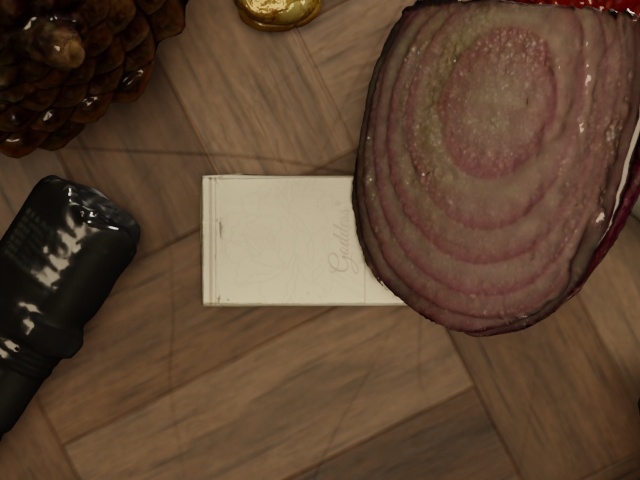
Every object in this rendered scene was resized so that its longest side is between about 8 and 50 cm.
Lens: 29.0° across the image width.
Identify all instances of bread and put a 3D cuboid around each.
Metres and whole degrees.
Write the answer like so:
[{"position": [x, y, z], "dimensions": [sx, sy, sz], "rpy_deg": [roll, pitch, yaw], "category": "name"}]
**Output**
[{"position": [-0.036, -0.208, 0.999], "dimensions": [0.081, 0.046, 0.083], "rpy_deg": [-42, 90, -3], "category": "bread"}]

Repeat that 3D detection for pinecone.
[{"position": [-0.260, -0.209, 0.907], "dimensions": [0.298, 0.242, 0.296], "rpy_deg": [-44, 83, 4], "category": "pinecone"}]

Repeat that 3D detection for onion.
[{"position": [0.147, -0.053, 0.927], "dimensions": [0.250, 0.111, 0.247], "rpy_deg": [17, 100, 42], "category": "onion"}]

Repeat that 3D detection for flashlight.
[{"position": [-0.293, 0.140, 0.999], "dimensions": [0.103, 0.103, 0.424], "rpy_deg": [34, 94, -1], "category": "flashlight"}]

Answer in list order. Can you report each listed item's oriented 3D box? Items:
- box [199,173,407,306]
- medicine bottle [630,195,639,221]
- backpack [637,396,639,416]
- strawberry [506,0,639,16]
[{"position": [0.000, -0.001, 1.018], "dimensions": [0.198, 0.029, 0.109], "rpy_deg": [0, 93, 0], "category": "box"}, {"position": [0.347, -0.016, 0.956], "dimensions": [0.258, 0.143, 0.143], "rpy_deg": [34, 93, -1], "category": "medicine bottle"}, {"position": [0.382, 0.264, 0.926], "dimensions": [0.353, 0.201, 0.378], "rpy_deg": [26, 110, -16], "category": "backpack"}, {"position": [0.225, -0.179, 0.977], "dimensions": [0.167, 0.087, 0.208], "rpy_deg": [-2, 95, 0], "category": "strawberry"}]
